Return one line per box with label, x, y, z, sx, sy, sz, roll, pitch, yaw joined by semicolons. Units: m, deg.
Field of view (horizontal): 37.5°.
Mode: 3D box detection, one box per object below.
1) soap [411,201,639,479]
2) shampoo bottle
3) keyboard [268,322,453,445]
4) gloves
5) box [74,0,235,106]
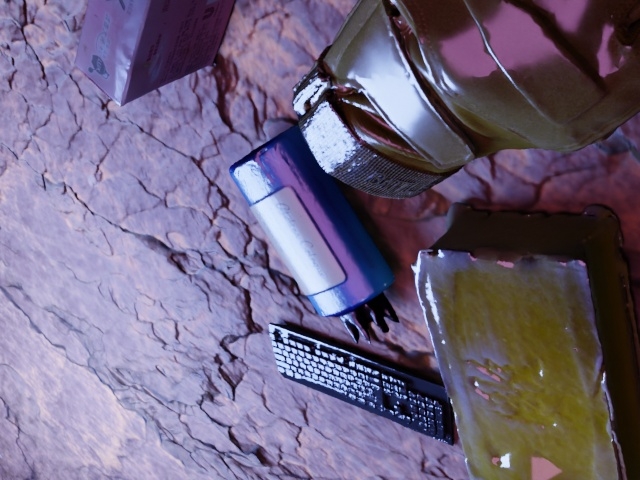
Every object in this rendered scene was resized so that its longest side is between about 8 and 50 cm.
soap;0.157;0.092;0.681;0.135;0.076;0.233;4;119;39
shampoo bottle;0.000;0.000;0.773;0.087;0.050;0.183;-26;99;45
keyboard;0.033;0.131;0.862;0.196;0.015;0.074;17;128;33
gloves;0.114;-0.120;0.521;0.331;0.141;0.154;-28;96;48
box;-0.117;-0.182;0.707;0.060;0.111;0.156;41;136;13
